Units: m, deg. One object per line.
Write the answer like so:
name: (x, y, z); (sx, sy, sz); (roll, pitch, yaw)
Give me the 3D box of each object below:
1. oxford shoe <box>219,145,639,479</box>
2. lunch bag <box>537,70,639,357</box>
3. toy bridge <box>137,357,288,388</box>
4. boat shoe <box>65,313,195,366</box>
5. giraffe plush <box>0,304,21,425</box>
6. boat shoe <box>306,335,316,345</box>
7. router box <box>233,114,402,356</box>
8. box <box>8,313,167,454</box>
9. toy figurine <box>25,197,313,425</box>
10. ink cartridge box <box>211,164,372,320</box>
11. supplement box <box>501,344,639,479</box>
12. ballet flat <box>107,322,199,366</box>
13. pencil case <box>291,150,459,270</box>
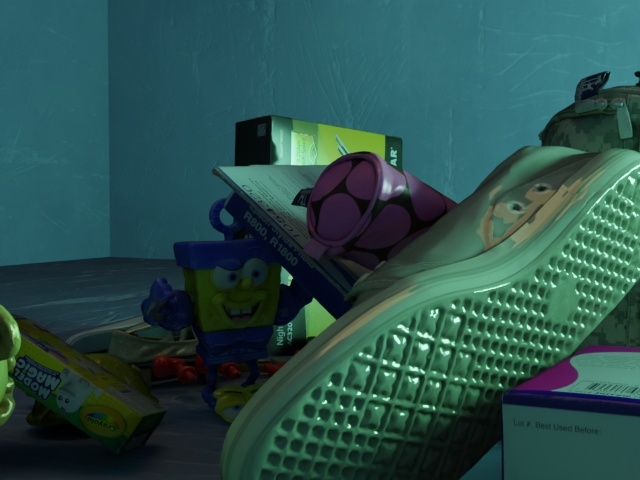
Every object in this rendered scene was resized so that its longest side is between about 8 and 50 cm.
oxford shoe: (0.094, 0.058, 0.736); (0.449, 0.169, 0.130); (-35, 37, -32)
lunch bag: (0.327, -0.008, 0.997); (0.212, 0.305, 0.256); (0, 1, 11)
toy bridge: (-0.137, 0.157, 1.182); (0.188, 0.026, 0.063); (-1, 1, -19)
boat shoe: (-0.223, 0.125, 1.262); (0.226, 0.083, 0.076); (-2, 4, -22)
giraffe plush: (-0.225, 0.115, 0.552); (0.181, 0.170, 0.210); (0, 3, 12)
boat shoe: (0.048, 0.153, 1.203); (0.153, 0.048, 0.056); (9, -6, 27)
router box: (0.000, 0.000, 1.323); (0.243, 0.309, 0.081); (3, -4, -42)
box: (-0.225, 0.116, 0.843); (0.179, 0.043, 0.105); (34, -5, 7)
toy figurine: (-0.130, 0.062, 1.027); (0.362, 0.217, 0.191); (-3, 10, -23)
ink cartridge box: (0.062, 0.052, 0.955); (0.324, 0.071, 0.330); (44, 20, 14)
supplement box: (0.208, 0.140, 0.659); (0.111, 0.114, 0.220); (1, 4, 29)
ballet flat: (-0.170, 0.118, 1.160); (0.168, 0.052, 0.057); (-2, 1, -35)
pencil case: (0.079, 0.000, 0.855); (0.209, 0.098, 0.095); (25, -3, -40)
